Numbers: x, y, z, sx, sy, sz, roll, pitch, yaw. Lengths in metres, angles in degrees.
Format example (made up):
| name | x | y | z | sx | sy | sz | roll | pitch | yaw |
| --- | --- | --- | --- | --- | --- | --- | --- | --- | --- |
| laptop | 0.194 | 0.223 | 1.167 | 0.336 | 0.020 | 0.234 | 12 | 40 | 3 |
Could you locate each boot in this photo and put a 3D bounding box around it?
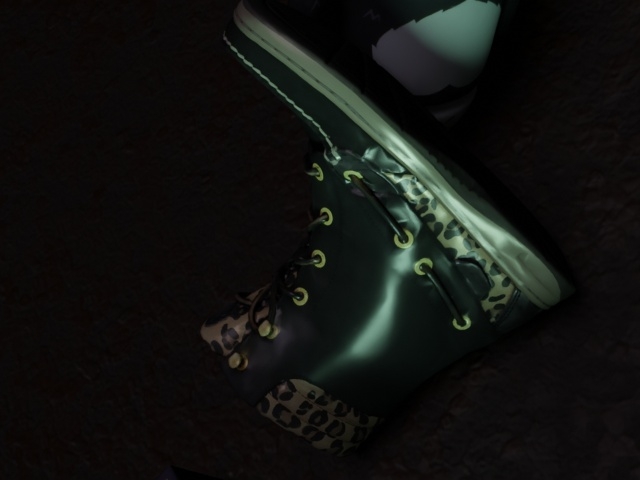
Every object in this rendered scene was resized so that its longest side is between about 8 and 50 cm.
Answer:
| name | x | y | z | sx | sy | sz | roll | pitch | yaw |
| --- | --- | --- | --- | --- | --- | --- | --- | --- | --- |
| boot | 0.000 | 0.000 | 1.104 | 0.284 | 0.377 | 0.138 | -44 | 17 | 19 |

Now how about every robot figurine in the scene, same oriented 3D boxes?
| name | x | y | z | sx | sy | sz | roll | pitch | yaw |
| --- | --- | --- | --- | --- | --- | --- | --- | --- | --- |
| robot figurine | 0.082 | -0.218 | 1.164 | 0.209 | 0.278 | 0.173 | 13 | 42 | 1 |

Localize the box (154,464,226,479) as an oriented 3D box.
| name | x | y | z | sx | sy | sz | roll | pitch | yaw |
| --- | --- | --- | --- | --- | --- | --- | --- | --- | --- |
| box | -0.160 | 0.371 | 1.191 | 0.261 | 0.103 | 0.184 | -46 | 55 | 10 |
